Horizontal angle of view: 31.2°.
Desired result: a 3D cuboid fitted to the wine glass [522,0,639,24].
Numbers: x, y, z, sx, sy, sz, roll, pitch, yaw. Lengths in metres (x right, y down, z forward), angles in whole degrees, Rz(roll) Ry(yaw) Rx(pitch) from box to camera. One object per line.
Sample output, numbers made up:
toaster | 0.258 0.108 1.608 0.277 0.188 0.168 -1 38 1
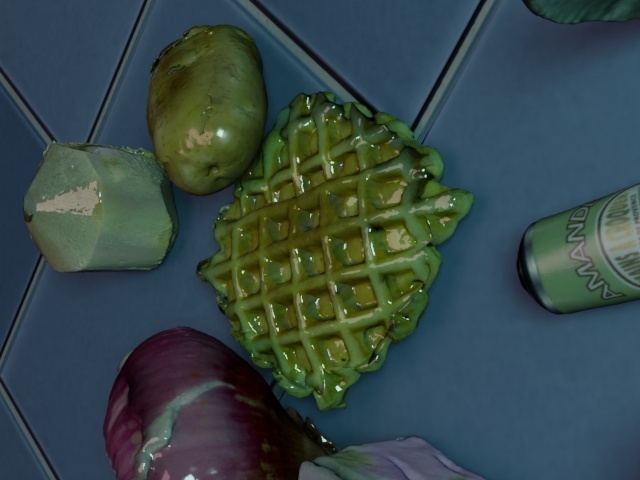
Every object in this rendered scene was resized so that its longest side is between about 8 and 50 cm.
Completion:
wine glass | 0.138 -0.325 0.543 0.267 0.267 0.406 -21 78 44

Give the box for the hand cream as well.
hand cream | 0.204 -0.011 0.602 0.235 0.055 0.086 -19 78 37

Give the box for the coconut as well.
coconut | -0.189 -0.027 0.953 0.116 0.122 0.116 -1 89 46

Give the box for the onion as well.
onion | -0.062 0.167 0.801 0.230 0.163 0.230 164 90 -89

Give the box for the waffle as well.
waffle | 0.000 0.000 0.805 0.214 0.054 0.208 46 117 40

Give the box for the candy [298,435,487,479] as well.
candy | 0.090 0.234 0.660 0.265 0.116 0.155 24 109 43

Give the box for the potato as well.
potato | -0.086 -0.103 0.855 0.107 0.080 0.170 -54 32 33
